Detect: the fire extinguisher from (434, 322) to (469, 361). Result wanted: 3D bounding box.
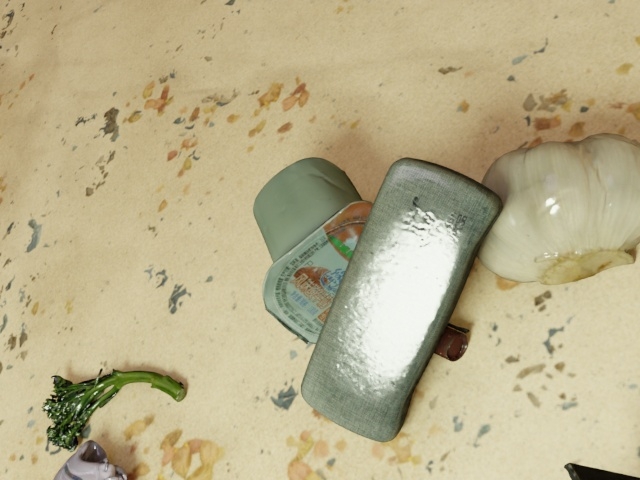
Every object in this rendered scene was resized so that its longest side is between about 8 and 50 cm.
[{"bbox_3d":[0.118,0.107,1.008,0.132,0.039,0.056,23,82,43],"label":"fire extinguisher"}]

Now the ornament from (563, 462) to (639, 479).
[{"bbox_3d":[0.227,0.325,0.736,0.196,0.166,0.153,-47,43,22],"label":"ornament"}]

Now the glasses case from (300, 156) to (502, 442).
[{"bbox_3d":[0.086,0.069,0.933,0.131,0.074,0.323,26,106,14],"label":"glasses case"}]

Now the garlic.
[{"bbox_3d":[0.264,-0.052,0.938,0.229,0.143,0.178,-29,50,30],"label":"garlic"}]

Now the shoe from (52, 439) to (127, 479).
[{"bbox_3d":[-0.300,0.368,1.108,0.245,0.095,0.137,16,75,48],"label":"shoe"}]

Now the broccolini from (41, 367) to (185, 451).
[{"bbox_3d":[-0.318,0.253,1.229,0.271,0.062,0.123,-10,67,28],"label":"broccolini"}]

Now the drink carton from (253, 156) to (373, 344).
[{"bbox_3d":[0.000,0.000,1.068,0.191,0.185,0.189,-40,44,11],"label":"drink carton"}]
